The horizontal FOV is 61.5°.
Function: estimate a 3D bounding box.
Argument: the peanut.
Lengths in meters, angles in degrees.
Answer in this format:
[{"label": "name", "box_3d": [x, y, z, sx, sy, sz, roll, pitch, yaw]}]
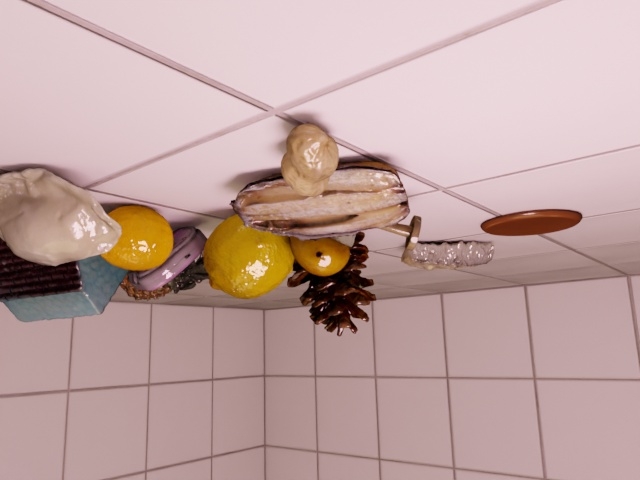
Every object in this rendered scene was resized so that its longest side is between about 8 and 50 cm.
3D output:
[{"label": "peanut", "box_3d": [-0.016, -0.120, 0.806, 0.082, 0.082, 0.187, 0, 168, -8]}]

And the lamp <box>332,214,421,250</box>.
[{"label": "lamp", "box_3d": [0.091, -0.040, 1.079, 0.215, 0.121, 0.121, 14, 168, 1]}]

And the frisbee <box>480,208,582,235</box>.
[{"label": "frisbee", "box_3d": [0.549, -0.043, 1.409, 0.251, 0.021, 0.251, 0, 169, 0]}]

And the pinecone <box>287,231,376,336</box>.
[{"label": "pinecone", "box_3d": [0.034, 0.095, 1.396, 0.244, 0.309, 0.244, -19, 156, -9]}]

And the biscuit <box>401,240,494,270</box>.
[{"label": "biscuit", "box_3d": [0.391, 0.055, 1.704, 0.281, 0.084, 0.179, -1, 168, -8]}]

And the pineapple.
[{"label": "pineapple", "box_3d": [-0.432, 0.100, 1.651, 0.365, 0.165, 0.165, -7, 168, 15]}]

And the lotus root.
[{"label": "lotus root", "box_3d": [-0.003, -0.081, 0.985, 0.330, 0.078, 0.167, -3, 135, 16]}]

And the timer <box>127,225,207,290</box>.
[{"label": "timer", "box_3d": [-0.377, 0.042, 1.314, 0.209, 0.191, 0.069, -2, 128, 54]}]

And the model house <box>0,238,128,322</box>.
[{"label": "model house", "box_3d": [-0.609, 0.019, 1.206, 0.281, 0.230, 0.248, -8, 126, 16]}]

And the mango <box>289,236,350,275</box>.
[{"label": "mango", "box_3d": [0.000, 0.000, 1.183, 0.136, 0.099, 0.227, 21, -154, -6]}]

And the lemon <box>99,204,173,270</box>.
[{"label": "lemon", "box_3d": [-0.403, -0.006, 1.152, 0.187, 0.142, 0.142, 8, 165, -43]}]

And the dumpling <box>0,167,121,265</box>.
[{"label": "dumpling", "box_3d": [-0.479, -0.049, 0.951, 0.258, 0.147, 0.193, 8, 129, 6]}]

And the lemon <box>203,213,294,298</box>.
[{"label": "lemon", "box_3d": [-0.159, 0.031, 1.220, 0.231, 0.192, 0.192, -35, 169, -4]}]
